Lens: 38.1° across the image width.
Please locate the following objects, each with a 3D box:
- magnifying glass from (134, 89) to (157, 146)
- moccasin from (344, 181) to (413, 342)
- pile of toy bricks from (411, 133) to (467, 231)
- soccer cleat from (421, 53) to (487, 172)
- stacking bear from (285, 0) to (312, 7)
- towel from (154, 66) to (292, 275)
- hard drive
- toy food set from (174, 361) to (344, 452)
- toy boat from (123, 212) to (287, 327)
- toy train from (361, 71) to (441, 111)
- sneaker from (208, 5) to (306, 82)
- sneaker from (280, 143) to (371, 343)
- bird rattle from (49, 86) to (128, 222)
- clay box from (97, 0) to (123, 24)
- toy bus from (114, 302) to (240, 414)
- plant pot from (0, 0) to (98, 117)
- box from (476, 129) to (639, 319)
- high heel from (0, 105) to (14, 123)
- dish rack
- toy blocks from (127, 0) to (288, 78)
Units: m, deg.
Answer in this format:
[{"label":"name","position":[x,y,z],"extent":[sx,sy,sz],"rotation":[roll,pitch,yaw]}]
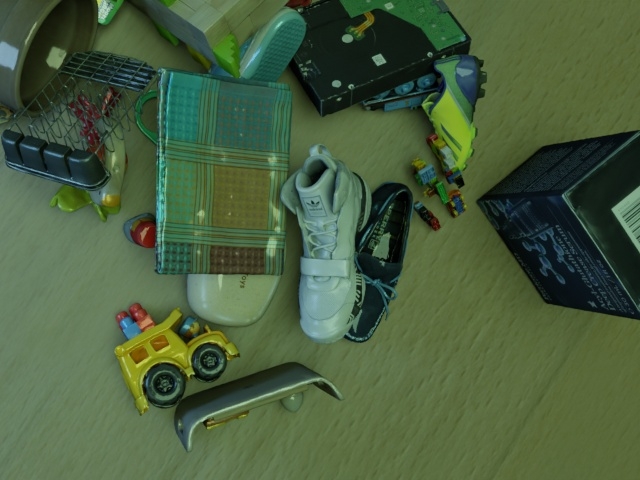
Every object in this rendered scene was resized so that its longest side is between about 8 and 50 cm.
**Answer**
[{"label":"magnifying glass","position":[-0.297,-0.187,1.836],"extent":[0.092,0.026,0.231],"rotation":[-22,97,-13]},{"label":"moccasin","position":[0.104,0.041,1.894],"extent":[0.137,0.117,0.342],"rotation":[12,88,-14]},{"label":"pile of toy bricks","position":[0.227,-0.126,1.929],"extent":[0.118,0.105,0.212],"rotation":[-33,138,-5]},{"label":"soccer cleat","position":[0.262,-0.254,1.891],"extent":[0.121,0.093,0.289],"rotation":[0,134,-2]},{"label":"stacking bear","position":[-0.084,-0.601,1.820],"extent":[0.164,0.175,0.289],"rotation":[-30,116,-54]},{"label":"towel","position":[-0.174,-0.121,1.703],"extent":[0.271,0.040,0.370],"rotation":[2,90,-32]},{"label":"hard drive","position":[0.099,-0.404,1.859],"extent":[0.339,0.064,0.237],"rotation":[-25,64,-12]},{"label":"toy food set","position":[-0.127,0.325,1.787],"extent":[0.306,0.219,0.092],"rotation":[-18,95,-14]},{"label":"toy boat","position":[-0.224,0.017,1.811],"extent":[0.318,0.148,0.268],"rotation":[19,91,-21]},{"label":"toy train","position":[0.162,-0.316,1.909],"extent":[0.184,0.105,0.080],"rotation":[-14,58,-7]},{"label":"sneaker","position":[-0.184,-0.364,1.825],"extent":[0.208,0.127,0.319],"rotation":[48,109,24]},{"label":"sneaker","position":[0.000,0.000,1.765],"extent":[0.137,0.210,0.366],"rotation":[0,66,23]},{"label":"bird rattle","position":[-0.400,-0.157,1.729],"extent":[0.143,0.207,0.254],"rotation":[11,97,-32]},{"label":"clay box","position":[-0.474,-0.517,1.771],"extent":[0.222,0.053,0.127],"rotation":[34,83,-14]},{"label":"toy bus","position":[-0.294,0.204,1.795],"extent":[0.220,0.149,0.211],"rotation":[-29,82,-14]},{"label":"plant pot","position":[-0.564,-0.386,1.671],"extent":[0.229,0.263,0.263],"rotation":[28,84,6]},{"label":"box","position":[0.542,-0.031,1.861],"extent":[0.212,0.395,0.293],"rotation":[-38,99,-10]},{"label":"high heel","position":[-0.698,-0.293,1.692],"extent":[0.261,0.093,0.186],"rotation":[-2,98,-5]},{"label":"dish rack","position":[-0.415,-0.225,1.632],"extent":[0.208,0.074,0.272],"rotation":[17,56,18]},{"label":"toy blocks","position":[-0.203,-0.500,1.698],"extent":[0.381,0.191,0.261],"rotation":[37,76,25]}]
